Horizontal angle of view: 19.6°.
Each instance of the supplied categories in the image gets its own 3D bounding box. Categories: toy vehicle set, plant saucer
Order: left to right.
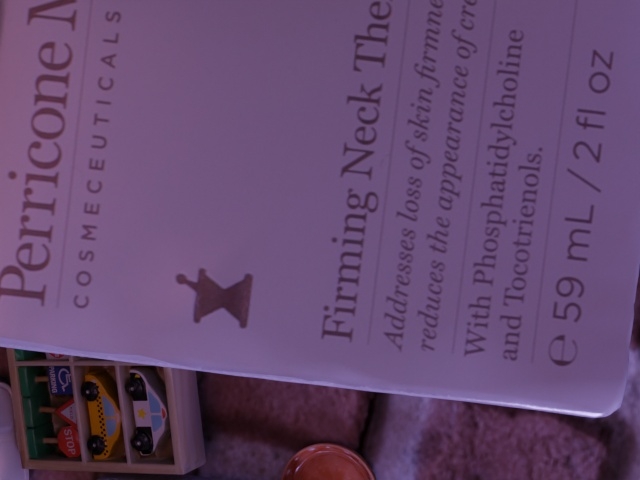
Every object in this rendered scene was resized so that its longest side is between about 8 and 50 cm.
[{"bbox_3d":[-0.186,0.056,1.518,0.166,0.035,0.266,-3,96,30],"label":"toy vehicle set"},{"bbox_3d":[0.008,0.203,1.494,0.084,0.013,0.083,3,100,20],"label":"plant saucer"}]

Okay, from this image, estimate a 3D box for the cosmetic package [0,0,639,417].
[{"bbox_3d":[-0.006,-0.083,1.207,0.394,0.327,0.329,6,92,-3],"label":"cosmetic package"}]

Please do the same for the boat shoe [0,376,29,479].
[{"bbox_3d":[-0.273,0.177,1.581,0.046,0.038,0.125,-6,99,-7],"label":"boat shoe"}]

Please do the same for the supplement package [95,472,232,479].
[{"bbox_3d":[-0.106,0.252,1.486,0.179,0.105,0.105,4,100,25],"label":"supplement package"}]
